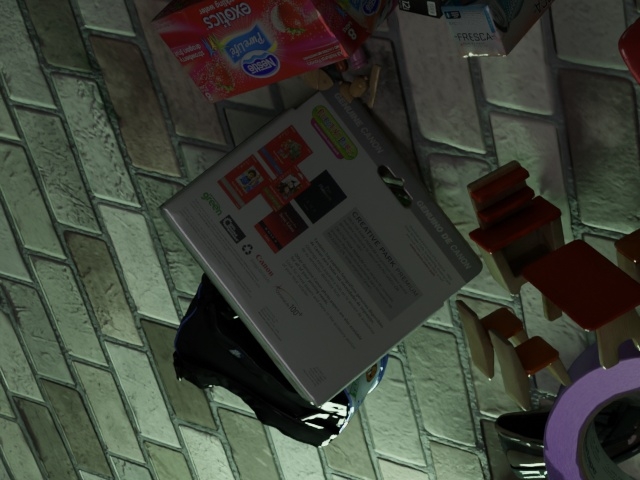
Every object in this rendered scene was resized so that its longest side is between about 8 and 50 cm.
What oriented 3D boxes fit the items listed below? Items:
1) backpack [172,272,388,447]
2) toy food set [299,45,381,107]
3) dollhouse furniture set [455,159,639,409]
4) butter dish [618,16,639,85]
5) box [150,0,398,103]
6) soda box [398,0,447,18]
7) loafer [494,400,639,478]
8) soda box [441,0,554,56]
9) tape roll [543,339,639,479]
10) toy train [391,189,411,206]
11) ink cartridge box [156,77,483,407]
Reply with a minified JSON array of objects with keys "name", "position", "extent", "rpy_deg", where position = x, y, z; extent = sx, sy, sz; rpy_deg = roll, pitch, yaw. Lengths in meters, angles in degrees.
[{"name":"backpack","position":[-0.042,0.137,2.347],"extent":[0.263,0.213,0.276],"rpy_deg":[42,153,7]},{"name":"toy food set","position":[0.023,-0.206,2.070],"extent":[0.122,0.019,0.078],"rpy_deg":[29,126,28]},{"name":"dollhouse furniture set","position":[0.265,0.026,1.941],"extent":[0.259,0.262,0.135],"rpy_deg":[44,159,56]},{"name":"butter dish","position":[0.371,-0.175,1.726],"extent":[0.160,0.160,0.118],"rpy_deg":[53,169,-10]},{"name":"box","position":[-0.054,-0.262,2.001],"extent":[0.257,0.123,0.128],"rpy_deg":[-12,121,47]},{"name":"soda box","position":[0.108,-0.322,1.849],"extent":[0.053,0.060,0.169],"rpy_deg":[18,140,29]},{"name":"loafer","position":[0.320,0.247,2.245],"extent":[0.084,0.096,0.267],"rpy_deg":[54,144,-9]},{"name":"soda box","position":[0.195,-0.255,1.738],"extent":[0.058,0.183,0.063],"rpy_deg":[2,129,40]},{"name":"tape roll","position":[0.407,0.239,2.074],"extent":[0.274,0.090,0.275],"rpy_deg":[8,117,17]},{"name":"toy train","position":[0.092,-0.049,2.190],"extent":[0.083,0.017,0.024],"rpy_deg":[25,132,20]},{"name":"ink cartridge box","position":[0.000,0.000,2.157],"extent":[0.309,0.272,0.130],"rpy_deg":[53,173,-5]}]
